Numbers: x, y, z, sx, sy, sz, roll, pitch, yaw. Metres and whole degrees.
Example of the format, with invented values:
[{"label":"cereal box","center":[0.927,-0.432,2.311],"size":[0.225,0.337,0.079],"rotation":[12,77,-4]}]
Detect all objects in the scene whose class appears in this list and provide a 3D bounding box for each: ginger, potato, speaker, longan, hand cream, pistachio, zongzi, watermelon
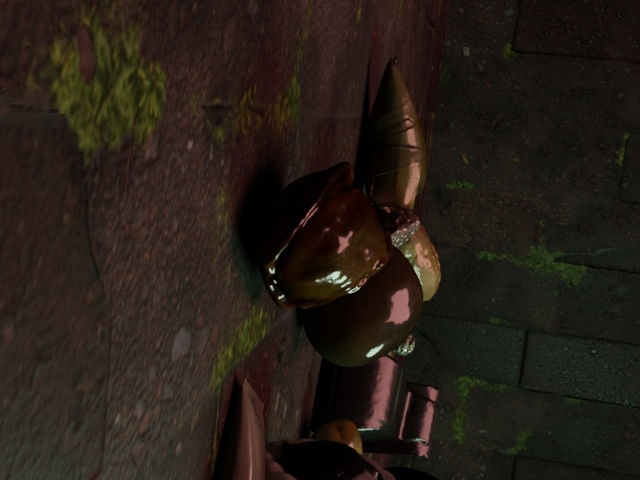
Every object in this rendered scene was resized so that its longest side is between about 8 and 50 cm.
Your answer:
[{"label":"ginger","center":[0.173,0.039,1.819],"size":[0.138,0.152,0.267],"rotation":[-70,159,-54]},{"label":"potato","center":[0.014,0.353,1.333],"size":[0.107,0.080,0.170],"rotation":[-25,132,-51]},{"label":"speaker","center":[0.110,0.288,1.551],"size":[0.388,0.184,0.180],"rotation":[63,37,-71]},{"label":"longan","center":[0.055,0.084,1.184],"size":[0.187,0.167,0.167],"rotation":[-48,151,-34]},{"label":"hand cream","center":[-0.078,0.237,0.860],"size":[0.087,0.054,0.186],"rotation":[71,22,-59]},{"label":"pistachio","center":[0.000,0.000,0.877],"size":[0.210,0.131,0.165],"rotation":[-6,115,-69]},{"label":"zongzi","center":[0.128,-0.185,1.546],"size":[0.228,0.115,0.256],"rotation":[-33,120,-82]},{"label":"watermelon","center":[0.103,-0.024,1.472],"size":[0.071,0.139,0.187],"rotation":[56,30,-22]}]

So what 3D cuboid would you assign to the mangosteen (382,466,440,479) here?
[{"label":"mangosteen","center":[0.149,0.582,1.567],"size":[0.306,0.307,0.347],"rotation":[89,-24,-43]}]

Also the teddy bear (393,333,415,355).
[{"label":"teddy bear","center":[0.084,0.104,1.538],"size":[0.133,0.111,0.213],"rotation":[-16,-93,67]}]

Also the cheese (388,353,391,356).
[{"label":"cheese","center":[0.119,0.180,1.840],"size":[0.249,0.071,0.163],"rotation":[71,29,-67]}]

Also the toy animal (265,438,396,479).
[{"label":"toy animal","center":[-0.013,0.333,0.993],"size":[0.208,0.156,0.204],"rotation":[0,102,-63]}]
